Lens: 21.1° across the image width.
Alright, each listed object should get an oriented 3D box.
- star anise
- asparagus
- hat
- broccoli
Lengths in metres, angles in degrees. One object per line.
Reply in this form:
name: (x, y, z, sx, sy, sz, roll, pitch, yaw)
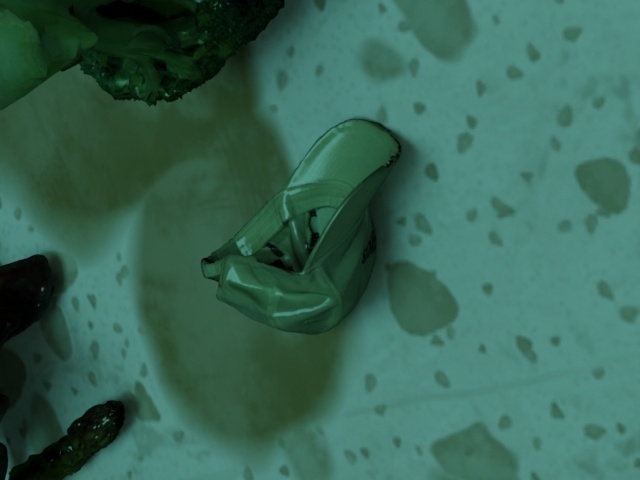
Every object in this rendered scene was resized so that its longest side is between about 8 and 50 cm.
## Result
star anise: (-0.302, 0.107, 1.353, 0.282, 0.129, 0.212, 9, 96, 48)
asparagus: (-0.195, 0.162, 1.342, 0.165, 0.030, 0.036, -41, 47, 41)
hat: (-0.001, -0.006, 1.108, 0.166, 0.081, 0.122, -54, 26, 21)
broccoli: (-0.144, -0.189, 1.039, 0.270, 0.270, 0.270, 14, 134, 16)
